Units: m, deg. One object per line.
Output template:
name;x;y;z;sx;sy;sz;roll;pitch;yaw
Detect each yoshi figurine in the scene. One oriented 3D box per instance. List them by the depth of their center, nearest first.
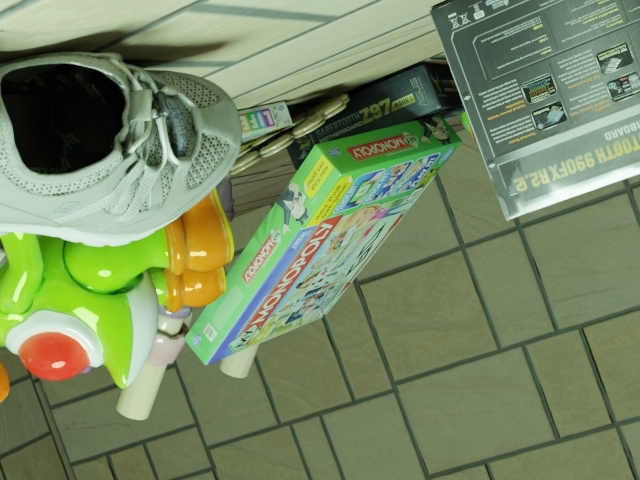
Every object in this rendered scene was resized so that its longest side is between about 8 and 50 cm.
yoshi figurine;-0.269;0.024;1.096;0.362;0.203;0.203;-21;-158;-19

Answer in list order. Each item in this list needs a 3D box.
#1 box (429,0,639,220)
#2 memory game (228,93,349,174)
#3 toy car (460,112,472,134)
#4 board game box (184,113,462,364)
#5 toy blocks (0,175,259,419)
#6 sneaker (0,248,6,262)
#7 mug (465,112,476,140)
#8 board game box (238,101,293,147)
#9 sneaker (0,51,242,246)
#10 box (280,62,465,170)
box;0.222;-0.138;1.004;0.231;0.183;0.056;-21;180;27
memory game;-0.052;-0.106;1.357;0.186;0.012;0.186;-29;-169;6
toy car;0.179;-0.158;1.807;0.225;0.053;0.239;-3;-177;9
board game box;0.000;0.000;1.440;0.213;0.046;0.317;-20;154;-47
toy blocks;-0.223;0.016;1.610;0.309;0.260;0.288;29;-159;22
sneaker;-0.432;0.056;1.500;0.296;0.104;0.147;-14;-176;20
mug;0.270;-0.179;1.669;0.169;0.150;0.113;-16;156;9
board game box;-0.117;-0.095;1.302;0.154;0.026;0.103;-20;180;40
sneaker;-0.121;-0.053;0.735;0.115;0.105;0.281;-20;179;34
box;0.073;-0.146;1.533;0.183;0.059;0.233;-23;178;19
